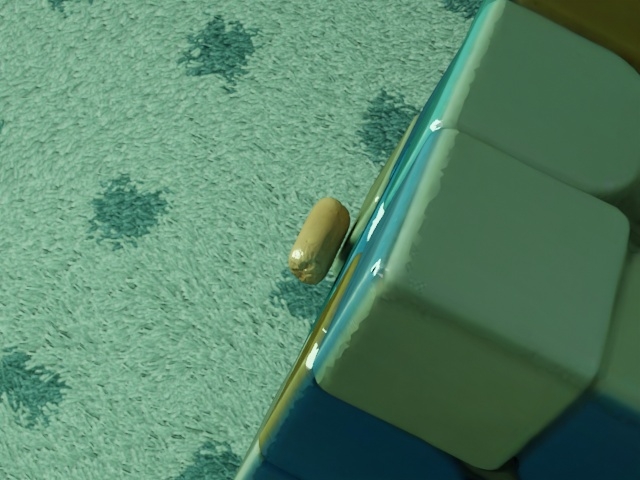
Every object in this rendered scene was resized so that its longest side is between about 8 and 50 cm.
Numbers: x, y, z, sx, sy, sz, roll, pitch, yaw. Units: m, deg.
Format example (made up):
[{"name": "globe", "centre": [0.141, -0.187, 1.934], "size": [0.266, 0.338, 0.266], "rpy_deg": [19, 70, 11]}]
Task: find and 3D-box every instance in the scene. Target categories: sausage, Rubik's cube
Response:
[{"name": "sausage", "centre": [0.000, 0.000, 0.866], "size": [0.034, 0.034, 0.083], "rpy_deg": [-62, 2, 41]}, {"name": "Rubik's cube", "centre": [0.183, 0.062, 0.743], "size": [0.344, 0.347, 0.346], "rpy_deg": [-65, 1, -38]}]
